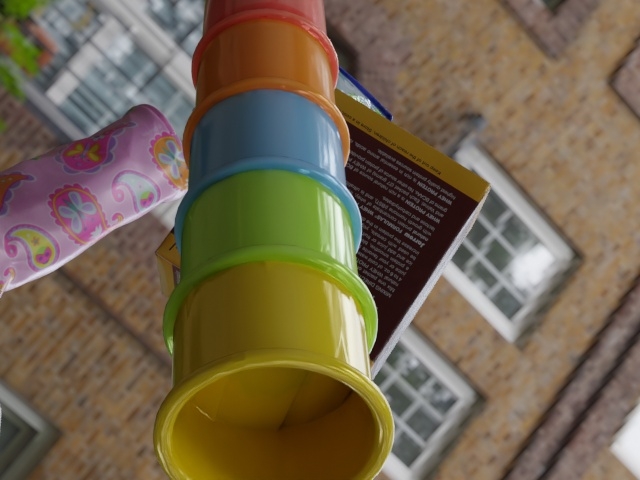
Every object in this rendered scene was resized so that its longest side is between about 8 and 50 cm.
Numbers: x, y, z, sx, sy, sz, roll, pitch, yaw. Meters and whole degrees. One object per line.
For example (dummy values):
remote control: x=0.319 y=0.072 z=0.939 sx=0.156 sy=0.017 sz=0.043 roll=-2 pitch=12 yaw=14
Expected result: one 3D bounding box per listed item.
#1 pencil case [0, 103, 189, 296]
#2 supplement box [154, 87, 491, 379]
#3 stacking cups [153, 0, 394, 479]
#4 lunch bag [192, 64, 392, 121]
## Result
pencil case: x=-0.270 y=-0.041 z=1.758 sx=0.284 sy=0.124 sz=0.124 roll=-32 pitch=-168 yaw=-36
supplement box: x=0.000 y=0.000 z=1.334 sx=0.194 sy=0.191 sz=0.129 roll=-56 pitch=173 yaw=-15
stacking cups: x=-0.030 y=-0.026 z=0.753 sx=0.096 sy=0.096 sz=0.316 roll=-35 pitch=-143 yaw=23
lunch bag: x=-0.031 y=-0.116 z=1.571 sx=0.129 sy=0.151 sz=0.096 roll=-45 pitch=-179 yaw=25
